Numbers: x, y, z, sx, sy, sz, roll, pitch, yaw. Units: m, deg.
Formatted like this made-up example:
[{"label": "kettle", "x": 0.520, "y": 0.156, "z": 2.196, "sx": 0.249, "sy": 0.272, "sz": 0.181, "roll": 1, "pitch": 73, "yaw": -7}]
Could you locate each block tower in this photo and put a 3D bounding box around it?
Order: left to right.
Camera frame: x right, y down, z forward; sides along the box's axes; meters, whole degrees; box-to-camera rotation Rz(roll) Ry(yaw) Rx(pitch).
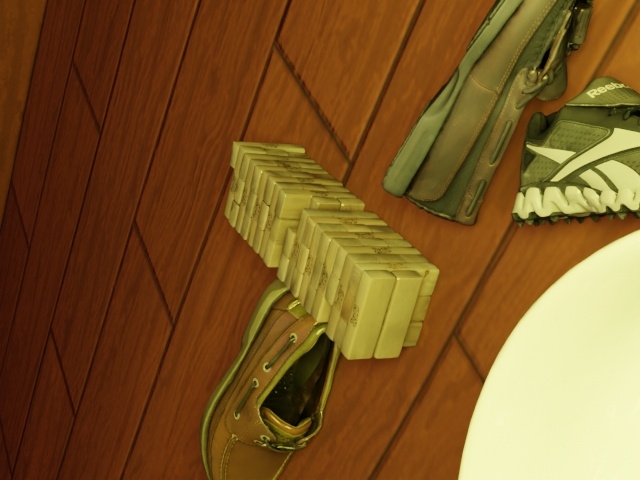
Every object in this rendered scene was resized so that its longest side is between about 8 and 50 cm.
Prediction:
[{"label": "block tower", "x": 0.000, "y": 0.000, "z": 1.104, "sx": 0.335, "sy": 0.091, "sz": 0.097, "roll": 48, "pitch": 129, "yaw": 51}]

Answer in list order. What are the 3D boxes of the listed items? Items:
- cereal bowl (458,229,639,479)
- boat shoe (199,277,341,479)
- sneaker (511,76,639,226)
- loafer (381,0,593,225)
[{"label": "cereal bowl", "x": 0.200, "y": 0.149, "z": 0.345, "sx": 0.339, "sy": 0.141, "sz": 0.339, "roll": 13, "pitch": 105, "yaw": 58}, {"label": "boat shoe", "x": -0.057, "y": 0.191, "z": 1.180, "sx": 0.104, "sy": 0.111, "sz": 0.307, "roll": 51, "pitch": 132, "yaw": 50}, {"label": "sneaker", "x": 0.215, "y": -0.066, "z": 0.735, "sx": 0.234, "sy": 0.078, "sz": 0.106, "roll": -3, "pitch": 89, "yaw": 63}, {"label": "loafer", "x": 0.157, "y": -0.130, "z": 0.852, "sx": 0.302, "sy": 0.095, "sz": 0.109, "roll": -57, "pitch": -1, "yaw": 42}]
